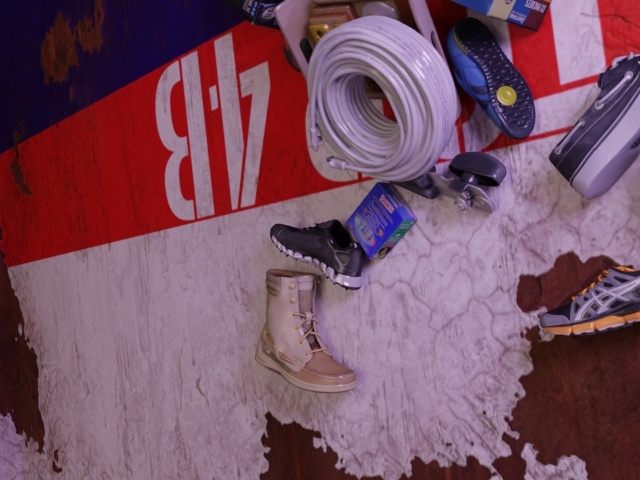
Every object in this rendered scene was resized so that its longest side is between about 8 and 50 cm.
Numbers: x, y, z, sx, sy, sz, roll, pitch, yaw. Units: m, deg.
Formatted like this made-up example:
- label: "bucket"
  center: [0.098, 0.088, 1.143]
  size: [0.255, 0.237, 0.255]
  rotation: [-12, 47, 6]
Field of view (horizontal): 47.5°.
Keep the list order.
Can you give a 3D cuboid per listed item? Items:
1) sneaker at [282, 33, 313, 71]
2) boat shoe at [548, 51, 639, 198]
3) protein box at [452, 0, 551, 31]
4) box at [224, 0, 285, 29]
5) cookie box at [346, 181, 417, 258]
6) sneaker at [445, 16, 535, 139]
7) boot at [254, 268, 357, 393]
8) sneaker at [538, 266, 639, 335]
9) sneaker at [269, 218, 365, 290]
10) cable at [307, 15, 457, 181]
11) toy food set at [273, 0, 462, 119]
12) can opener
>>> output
- label: "sneaker"
  center: [0.020, -0.421, 1.313]
  size: [0.135, 0.097, 0.276]
  rotation: [46, 122, 36]
- label: "boat shoe"
  center: [0.406, -0.194, 0.934]
  size: [0.102, 0.108, 0.301]
  rotation: [53, 134, 28]
- label: "protein box"
  center: [0.246, -0.440, 1.053]
  size: [0.201, 0.136, 0.200]
  rotation: [40, 119, 37]
- label: "box"
  center: [-0.114, -0.541, 1.458]
  size: [0.147, 0.077, 0.180]
  rotation: [47, 124, 34]
- label: "cookie box"
  center: [0.107, -0.035, 1.288]
  size: [0.107, 0.040, 0.092]
  rotation: [-52, 57, 35]
- label: "sneaker"
  center: [0.258, -0.239, 1.116]
  size: [0.209, 0.069, 0.082]
  rotation: [62, 164, 12]
- label: "boot"
  center: [-0.025, 0.169, 1.402]
  size: [0.262, 0.095, 0.204]
  rotation: [17, 103, 48]
- label: "sneaker"
  center: [0.394, 0.077, 0.979]
  size: [0.214, 0.084, 0.083]
  rotation: [-23, 74, 34]
- label: "sneaker"
  center: [0.000, 0.000, 1.379]
  size: [0.234, 0.078, 0.106]
  rotation: [30, 110, 37]
- label: "cable"
  center: [0.090, -0.209, 1.105]
  size: [0.257, 0.089, 0.257]
  rotation: [26, 139, 34]
- label: "toy food set"
  center: [0.072, -0.297, 1.186]
  size: [0.306, 0.092, 0.220]
  rotation: [12, 143, 44]
- label: "can opener"
  center: [0.180, -0.114, 1.202]
  size: [0.280, 0.074, 0.093]
  rotation: [23, 74, 41]
